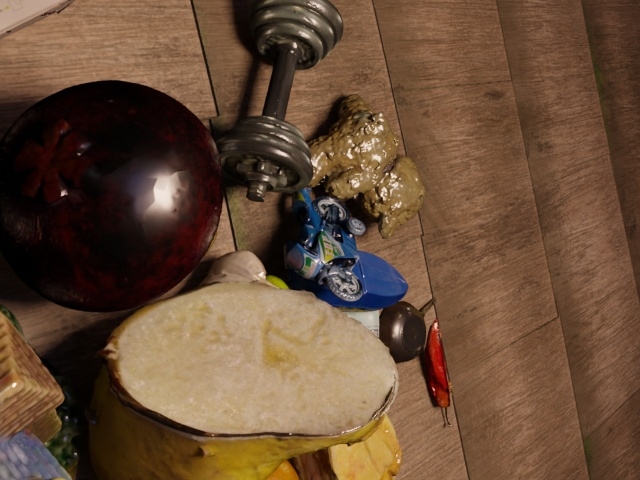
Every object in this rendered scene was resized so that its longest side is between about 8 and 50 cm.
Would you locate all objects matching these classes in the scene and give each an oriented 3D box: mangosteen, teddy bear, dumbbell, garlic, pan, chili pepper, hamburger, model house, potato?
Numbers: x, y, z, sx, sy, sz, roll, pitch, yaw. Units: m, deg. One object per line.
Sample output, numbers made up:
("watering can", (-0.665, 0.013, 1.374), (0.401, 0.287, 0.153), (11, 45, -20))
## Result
("mangosteen", (-0.264, -0.049, 0.998), (0.347, 0.306, 0.307), (38, 55, -68))
("teddy bear", (0.103, -0.139, 1.449), (0.256, 0.156, 0.267), (55, 50, -26))
("dumbbell", (-0.071, -0.256, 1.280), (0.179, 0.179, 0.406), (26, 66, -39))
("garlic", (-0.137, 0.131, 1.180), (0.142, 0.178, 0.229), (-9, 80, -22))
("pan", (0.194, 0.164, 1.565), (0.128, 0.048, 0.202), (51, 55, -30))
("chili pepper", (0.252, 0.283, 1.590), (0.059, 0.050, 0.268), (-69, 149, -63))
("hamburger", (0.034, 0.367, 1.312), (0.209, 0.162, 0.330), (-16, 94, -46))
("model house", (-0.379, 0.224, 0.866), (0.261, 0.266, 0.321), (-41, 112, -34))
("potato", (-0.125, 0.250, 1.047), (0.397, 0.290, 0.296), (0, 128, -18))

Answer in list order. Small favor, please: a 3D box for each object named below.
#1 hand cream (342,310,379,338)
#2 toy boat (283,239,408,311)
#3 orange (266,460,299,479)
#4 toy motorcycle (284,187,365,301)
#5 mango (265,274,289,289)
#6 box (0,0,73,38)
("hand cream", (0.085, 0.271, 1.452), (0.085, 0.058, 0.331), (0, 80, -24))
("toy boat", (0.060, 0.076, 1.411), (0.295, 0.088, 0.129), (9, 58, -38))
("orange", (-0.109, 0.396, 1.179), (0.155, 0.154, 0.134), (47, 61, -29))
("toy motorcycle", (0.000, 0.000, 1.281), (0.135, 0.092, 0.254), (15, 40, -21))
("mango", (-0.076, 0.111, 1.267), (0.056, 0.073, 0.108), (-3, 55, -52))
("box", (-0.474, -0.377, 0.959), (0.203, 0.106, 0.252), (-46, 116, -36))
